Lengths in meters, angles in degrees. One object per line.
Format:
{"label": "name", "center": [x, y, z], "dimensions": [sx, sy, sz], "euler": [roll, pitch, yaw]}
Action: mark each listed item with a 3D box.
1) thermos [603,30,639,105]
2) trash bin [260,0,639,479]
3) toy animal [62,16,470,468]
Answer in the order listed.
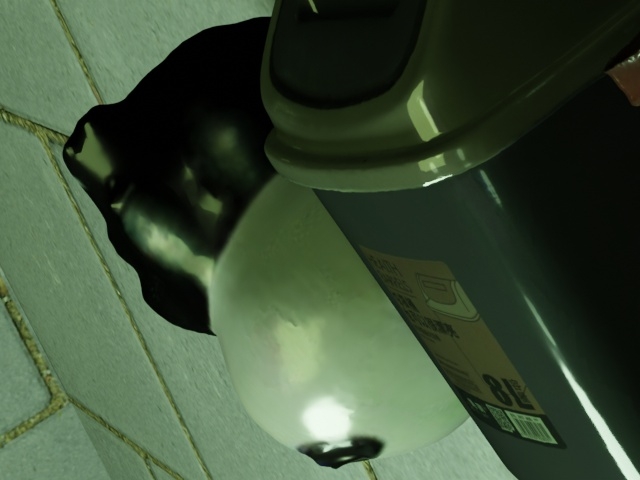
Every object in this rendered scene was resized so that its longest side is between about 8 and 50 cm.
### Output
{"label": "thermos", "center": [0.213, -0.004, 0.723], "dimensions": [0.232, 0.124, 0.099], "euler": [51, 169, -3]}
{"label": "trash bin", "center": [0.104, -0.024, 0.876], "dimensions": [0.290, 0.182, 0.209], "euler": [58, 161, -18]}
{"label": "toy animal", "center": [0.007, 0.000, 1.121], "dimensions": [0.267, 0.212, 0.212], "euler": [43, 156, 28]}
